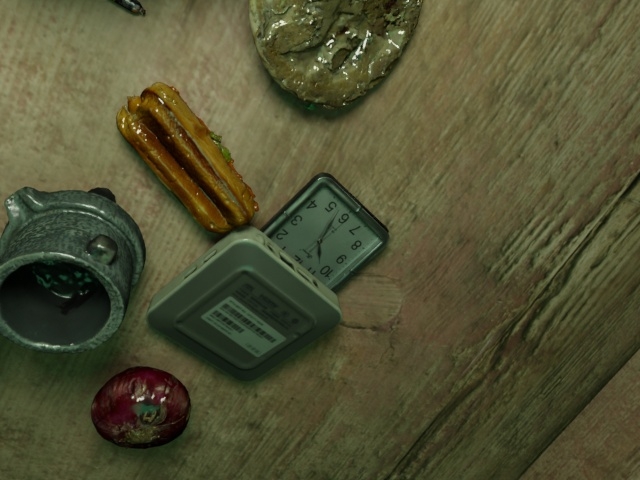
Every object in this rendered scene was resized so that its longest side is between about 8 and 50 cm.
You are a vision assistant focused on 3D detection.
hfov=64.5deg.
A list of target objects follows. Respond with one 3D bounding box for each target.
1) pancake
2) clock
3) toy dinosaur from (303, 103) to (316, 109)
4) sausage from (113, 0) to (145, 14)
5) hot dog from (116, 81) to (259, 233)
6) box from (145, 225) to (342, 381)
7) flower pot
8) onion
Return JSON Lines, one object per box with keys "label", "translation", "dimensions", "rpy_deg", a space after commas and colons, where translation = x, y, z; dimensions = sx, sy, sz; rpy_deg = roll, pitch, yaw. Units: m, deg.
{"label": "pancake", "translation": [0.038, -0.447, 0.972], "dimensions": [0.386, 0.082, 0.387], "rpy_deg": [-19, 134, -21]}
{"label": "clock", "translation": [0.000, 0.000, 1.264], "dimensions": [0.279, 0.049, 0.273], "rpy_deg": [-42, 120, 11]}
{"label": "toy dinosaur", "translation": [-0.028, -0.317, 1.097], "dimensions": [0.083, 0.021, 0.062], "rpy_deg": [16, 126, -24]}
{"label": "sausage", "translation": [-0.409, -0.461, 0.907], "dimensions": [0.198, 0.025, 0.028], "rpy_deg": [24, 107, -25]}
{"label": "hot dog", "translation": [-0.264, -0.167, 1.059], "dimensions": [0.158, 0.117, 0.349], "rpy_deg": [-23, 119, 30]}
{"label": "box", "translation": [-0.182, 0.176, 1.259], "dimensions": [0.373, 0.091, 0.367], "rpy_deg": [-37, 122, 20]}
{"label": "flower pot", "translation": [-0.505, 0.034, 1.013], "dimensions": [0.298, 0.283, 0.299], "rpy_deg": [-5, 121, -8]}
{"label": "onion", "translation": [-0.451, 0.425, 1.300], "dimensions": [0.246, 0.190, 0.247], "rpy_deg": [0, 134, 0]}
